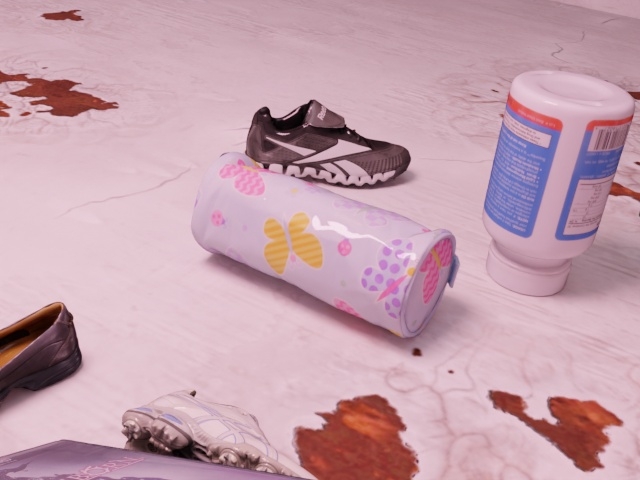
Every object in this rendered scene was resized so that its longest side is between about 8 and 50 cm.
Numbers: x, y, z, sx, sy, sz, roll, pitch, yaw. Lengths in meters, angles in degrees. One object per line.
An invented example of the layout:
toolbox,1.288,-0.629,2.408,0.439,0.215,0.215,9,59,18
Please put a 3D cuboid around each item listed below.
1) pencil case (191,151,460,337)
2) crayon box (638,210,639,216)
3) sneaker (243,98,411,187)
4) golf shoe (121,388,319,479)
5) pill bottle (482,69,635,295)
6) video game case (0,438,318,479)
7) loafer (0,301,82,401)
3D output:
pencil case,0.000,0.000,0.773,0.273,0.114,0.124,23,14,27
crayon box,0.573,-0.022,0.949,0.278,0.081,0.165,0,31,-11
sneaker,0.011,-0.133,1.008,0.234,0.106,0.078,2,31,-8
golf shoe,-0.056,0.152,0.550,0.176,0.069,0.086,21,27,21
pill bottle,0.241,-0.057,0.805,0.124,0.222,0.124,5,30,-3
video game case,-0.108,0.156,0.415,0.274,0.026,0.196,2,-1,25
loafer,-0.271,0.100,0.598,0.062,0.061,0.170,27,36,29
